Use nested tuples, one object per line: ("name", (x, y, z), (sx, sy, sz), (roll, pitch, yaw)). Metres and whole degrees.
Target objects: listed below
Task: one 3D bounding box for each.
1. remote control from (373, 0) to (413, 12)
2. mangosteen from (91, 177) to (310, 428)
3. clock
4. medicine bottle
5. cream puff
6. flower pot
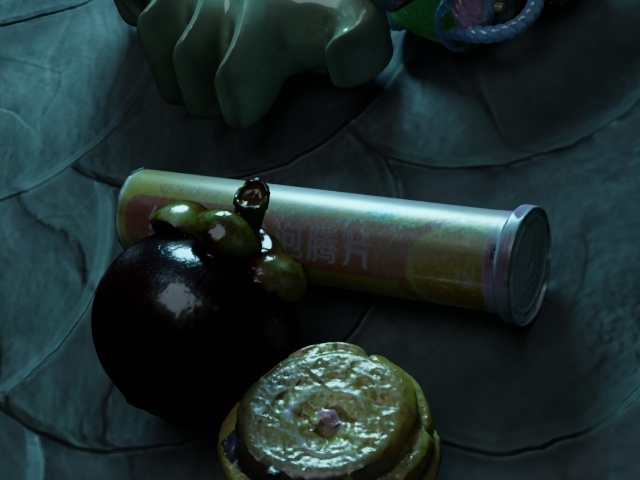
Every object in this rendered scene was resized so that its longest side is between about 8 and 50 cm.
("remote control", (0.199, -0.358, 1.405), (0.377, 0.044, 0.107), (-32, 58, -13))
("mangosteen", (-0.101, 0.051, 1.204), (0.194, 0.194, 0.231), (23, 90, 34))
("clock", (0.182, -0.287, 1.449), (0.195, 0.100, 0.194), (15, 63, 33))
("medicine bottle", (0.000, 0.000, 1.284), (0.426, 0.108, 0.108), (7, 55, 28))
("cream puff", (0.008, 0.183, 1.109), (0.189, 0.129, 0.189), (-6, 45, 6))
("flower pot", (-0.095, -0.277, 1.505), (0.254, 0.165, 0.368), (-22, 47, -6))
